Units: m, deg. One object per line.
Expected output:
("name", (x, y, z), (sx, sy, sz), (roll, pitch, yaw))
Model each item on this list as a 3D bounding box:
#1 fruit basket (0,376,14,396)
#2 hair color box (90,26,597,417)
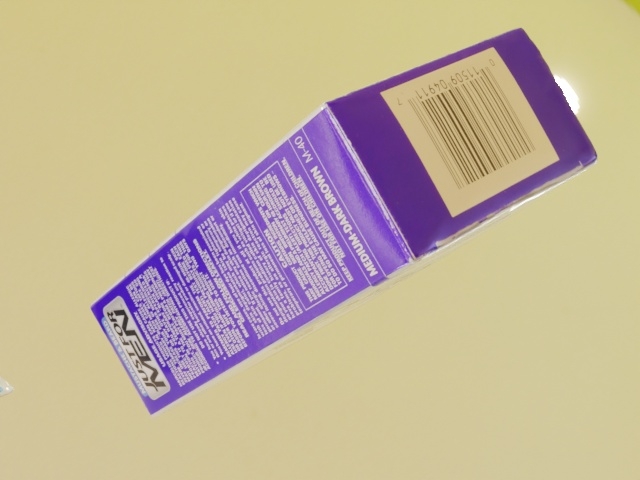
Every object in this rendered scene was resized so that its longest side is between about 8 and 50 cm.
("fruit basket", (-0.497, 0.141, 1.036), (0.353, 0.327, 0.165), (-23, -71, -27))
("hair color box", (0.000, 0.000, 0.781), (0.185, 0.339, 0.110), (-26, -94, -39))
